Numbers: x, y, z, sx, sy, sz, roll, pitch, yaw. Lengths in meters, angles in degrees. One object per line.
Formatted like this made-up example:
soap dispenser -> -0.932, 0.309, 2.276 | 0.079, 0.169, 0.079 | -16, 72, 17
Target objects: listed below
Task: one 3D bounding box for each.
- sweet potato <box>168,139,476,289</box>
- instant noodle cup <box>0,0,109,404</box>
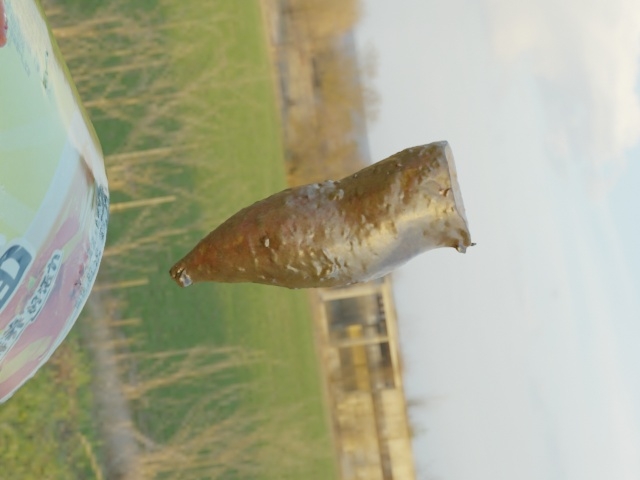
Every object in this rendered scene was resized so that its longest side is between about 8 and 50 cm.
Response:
sweet potato -> -0.001, -0.003, 1.359 | 0.131, 0.337, 0.131 | -19, 90, -85
instant noodle cup -> -0.205, -0.040, 0.447 | 0.200, 0.264, 0.264 | 72, 10, -67
